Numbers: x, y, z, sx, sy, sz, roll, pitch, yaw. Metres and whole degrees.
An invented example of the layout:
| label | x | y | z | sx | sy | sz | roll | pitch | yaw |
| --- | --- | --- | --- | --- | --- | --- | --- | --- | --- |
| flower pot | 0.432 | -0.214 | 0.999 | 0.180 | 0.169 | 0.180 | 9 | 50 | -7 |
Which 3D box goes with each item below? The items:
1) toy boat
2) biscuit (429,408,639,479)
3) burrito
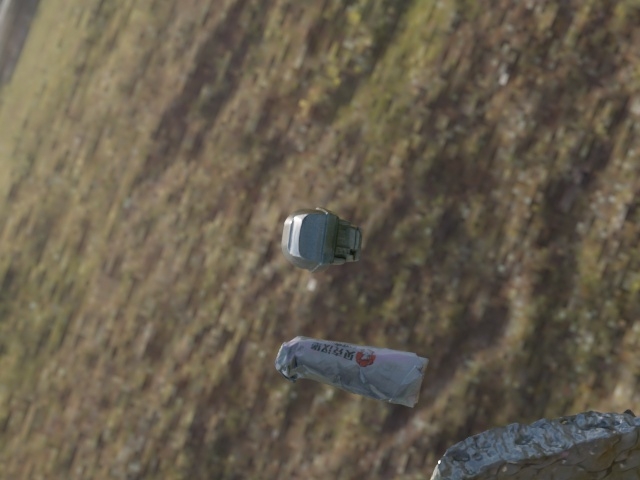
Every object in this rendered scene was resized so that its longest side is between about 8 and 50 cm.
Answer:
| label | x | y | z | sx | sy | sz | roll | pitch | yaw |
| --- | --- | --- | --- | --- | --- | --- | --- | --- | --- |
| toy boat | 0.000 | 0.000 | 1.795 | 0.260 | 0.085 | 0.078 | 173 | 104 | -85 |
| biscuit | 0.181 | 0.185 | 1.148 | 0.188 | 0.265 | 0.040 | -44 | 46 | 23 |
| burrito | 0.038 | 0.156 | 1.882 | 0.064 | 0.203 | 0.064 | -31 | -55 | -58 |
